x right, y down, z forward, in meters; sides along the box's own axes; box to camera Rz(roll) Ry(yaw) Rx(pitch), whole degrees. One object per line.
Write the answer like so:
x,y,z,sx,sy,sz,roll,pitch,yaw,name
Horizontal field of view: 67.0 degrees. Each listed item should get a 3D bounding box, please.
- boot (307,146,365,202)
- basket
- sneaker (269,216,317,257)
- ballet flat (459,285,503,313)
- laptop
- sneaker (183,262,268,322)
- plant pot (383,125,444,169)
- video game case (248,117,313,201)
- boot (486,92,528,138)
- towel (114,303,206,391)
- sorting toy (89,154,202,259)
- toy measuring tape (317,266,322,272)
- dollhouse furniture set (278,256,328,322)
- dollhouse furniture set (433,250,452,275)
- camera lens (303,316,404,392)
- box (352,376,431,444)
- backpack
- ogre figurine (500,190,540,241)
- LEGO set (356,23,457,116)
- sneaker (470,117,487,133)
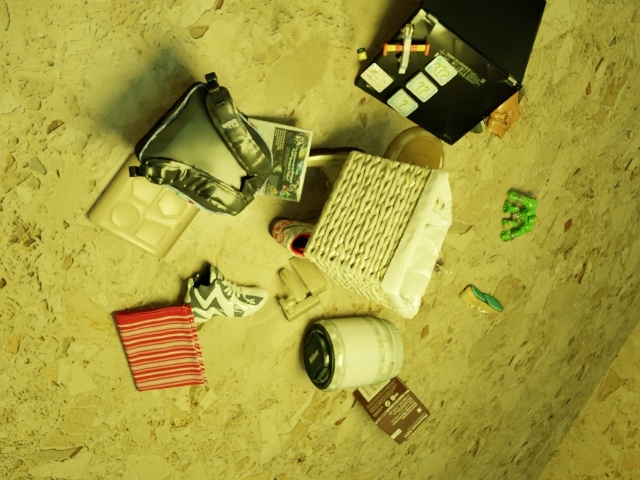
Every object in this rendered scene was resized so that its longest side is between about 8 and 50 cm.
0.022,-0.172,1.346,0.213,0.077,0.165,-8,118,-26,boot
0.167,-0.008,1.276,0.331,0.266,0.328,-66,157,-12,basket
-0.001,0.001,1.367,0.270,0.145,0.090,7,109,-31,sneaker
0.621,0.238,1.877,0.232,0.080,0.073,30,124,-33,ballet flat
0.361,-0.542,1.325,0.381,0.236,0.408,24,137,-26,laptop
-0.255,0.127,1.316,0.234,0.094,0.153,-5,123,-16,sneaker
0.295,-0.231,1.494,0.236,0.032,0.236,-11,116,-24,plant pot
-0.121,-0.206,1.245,0.173,0.022,0.191,10,108,-7,video game case
0.566,-0.421,1.534,0.197,0.073,0.152,23,104,-32,boot
-0.425,0.294,1.301,0.198,0.031,0.275,-6,118,-3,towel
-0.415,-0.078,1.175,0.208,0.038,0.193,36,92,-31,sorting toy
0.147,0.048,1.481,0.330,0.121,0.121,-20,120,-20,toy measuring tape
-0.071,0.142,1.467,0.144,0.123,0.151,-30,158,-13,dollhouse furniture set
0.404,0.074,1.663,0.091,0.081,0.114,-28,123,-15,dollhouse furniture set
0.097,0.356,1.539,0.274,0.219,0.220,1,112,-29,camera lens
0.261,0.598,1.772,0.168,0.167,0.203,-44,125,-5,box
-0.252,-0.193,1.102,0.276,0.213,0.263,-47,117,1,backpack
0.728,-0.090,1.765,0.118,0.097,0.197,-7,101,-6,ogre figurine
0.210,-0.431,1.233,0.244,0.060,0.182,31,129,-32,LEGO set
0.465,-0.422,1.490,0.077,0.072,0.178,-50,128,-28,sneaker
